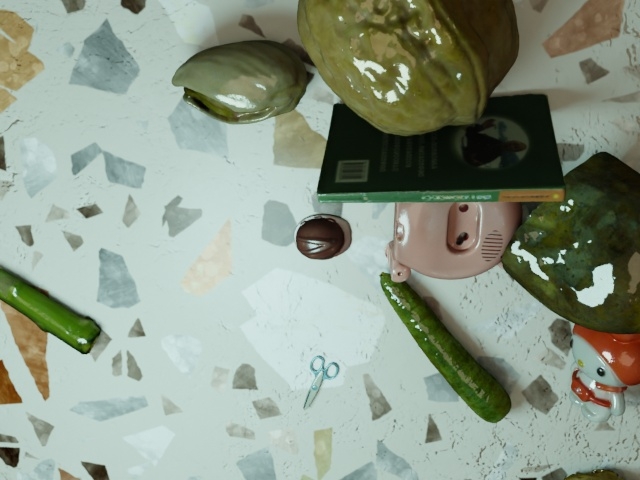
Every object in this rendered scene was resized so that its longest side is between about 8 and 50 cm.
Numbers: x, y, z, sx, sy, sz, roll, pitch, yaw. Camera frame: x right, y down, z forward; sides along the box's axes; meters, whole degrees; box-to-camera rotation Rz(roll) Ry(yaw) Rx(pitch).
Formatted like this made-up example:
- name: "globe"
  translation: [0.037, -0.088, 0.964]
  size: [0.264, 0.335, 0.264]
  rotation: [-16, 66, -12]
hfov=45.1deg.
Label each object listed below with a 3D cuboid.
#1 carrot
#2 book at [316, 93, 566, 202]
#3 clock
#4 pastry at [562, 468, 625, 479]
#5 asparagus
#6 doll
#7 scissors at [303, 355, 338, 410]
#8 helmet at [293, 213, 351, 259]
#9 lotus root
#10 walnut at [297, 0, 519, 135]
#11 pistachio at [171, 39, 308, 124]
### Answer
- name: "carrot"
  translation: [0.226, 0.198, 1.438]
  size: [0.074, 0.074, 0.358]
  rotation: [-39, 96, 17]
- name: "book"
  translation: [0.191, -0.148, 1.247]
  size: [0.371, 0.260, 0.043]
  rotation: [0, 132, 9]
- name: "clock"
  translation: [0.237, -0.036, 1.322]
  size: [0.241, 0.142, 0.227]
  rotation: [1, 113, -1]
- name: "pastry"
  translation: [0.499, 0.590, 1.467]
  size: [0.311, 0.162, 0.255]
  rotation: [-41, 95, 16]
- name: "asparagus"
  translation: [-0.569, 0.135, 1.552]
  size: [0.278, 0.060, 0.067]
  rotation: [35, 128, -2]
- name: "doll"
  translation: [0.511, 0.181, 1.342]
  size: [0.130, 0.161, 0.290]
  rotation: [-3, 121, -19]
- name: "scissors"
  translation: [-0.008, 0.287, 1.531]
  size: [0.058, 0.014, 0.119]
  rotation: [24, 105, 2]
- name: "helmet"
  translation: [0.000, 0.000, 1.420]
  size: [0.111, 0.057, 0.089]
  rotation: [-8, 103, 11]
- name: "lotus root"
  translation: [0.463, 0.029, 1.233]
  size: [0.267, 0.149, 0.260]
  rotation: [-48, 56, 11]
- name: "walnut"
  translation: [0.140, -0.321, 1.181]
  size: [0.306, 0.306, 0.344]
  rotation: [-36, 99, 17]
- name: "pistachio"
  translation: [-0.139, -0.274, 1.324]
  size: [0.238, 0.153, 0.138]
  rotation: [-5, 146, 13]
